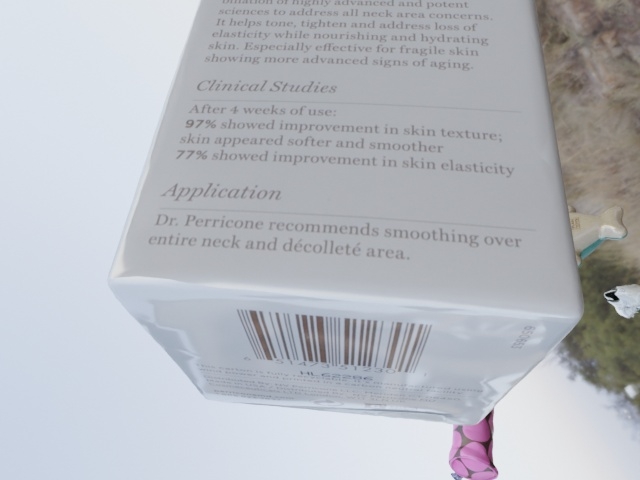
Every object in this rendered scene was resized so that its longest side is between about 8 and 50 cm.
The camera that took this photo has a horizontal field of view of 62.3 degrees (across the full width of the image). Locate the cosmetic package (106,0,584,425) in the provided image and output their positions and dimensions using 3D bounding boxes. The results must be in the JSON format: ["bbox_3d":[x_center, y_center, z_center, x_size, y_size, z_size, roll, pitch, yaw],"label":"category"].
[{"bbox_3d":[0.036,-0.046,0.574,0.327,0.329,0.394,84,-169,-59],"label":"cosmetic package"}]

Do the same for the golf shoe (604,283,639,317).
[{"bbox_3d":[0.694,0.130,1.215,0.085,0.069,0.176,13,165,17],"label":"golf shoe"}]

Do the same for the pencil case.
[{"bbox_3d":[0.291,0.334,0.979,0.098,0.095,0.209,39,-135,-16],"label":"pencil case"}]

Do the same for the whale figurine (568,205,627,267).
[{"bbox_3d":[0.707,0.000,1.470,0.141,0.271,0.216,44,-138,-32],"label":"whale figurine"}]
